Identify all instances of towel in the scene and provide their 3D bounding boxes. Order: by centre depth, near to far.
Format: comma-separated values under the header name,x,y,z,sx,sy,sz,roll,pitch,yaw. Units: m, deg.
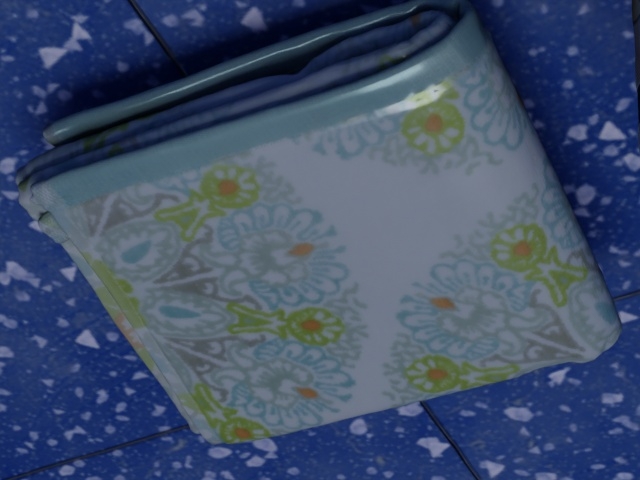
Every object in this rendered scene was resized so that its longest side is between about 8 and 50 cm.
name,x,y,z,sx,sy,sz,roll,pitch,yaw
towel,0.000,0.000,1.342,0.374,0.090,0.320,-15,130,21

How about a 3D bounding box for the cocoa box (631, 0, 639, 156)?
name,x,y,z,sx,sy,sz,roll,pitch,yaw
cocoa box,0.372,-0.176,1.079,0.231,0.228,0.347,20,133,-14
